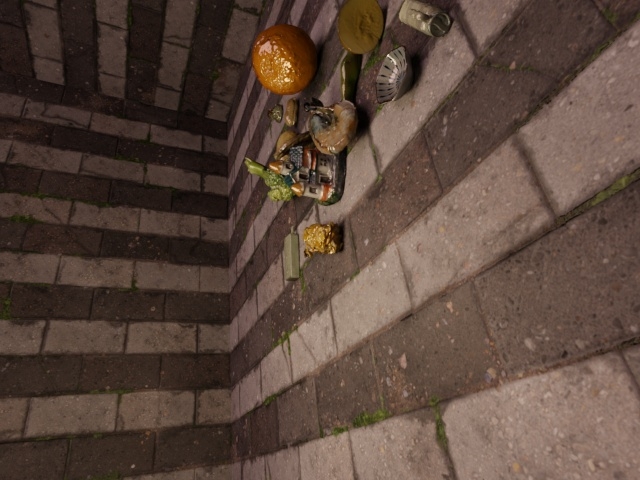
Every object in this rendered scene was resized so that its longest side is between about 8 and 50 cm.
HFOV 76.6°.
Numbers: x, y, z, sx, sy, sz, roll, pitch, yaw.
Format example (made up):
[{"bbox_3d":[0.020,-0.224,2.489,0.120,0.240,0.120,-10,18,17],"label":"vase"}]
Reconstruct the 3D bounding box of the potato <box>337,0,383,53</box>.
[{"bbox_3d":[0.141,-0.817,1.568,0.158,0.178,0.204,-118,14,-74],"label":"potato"}]

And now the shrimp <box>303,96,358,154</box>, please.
[{"bbox_3d":[0.030,-0.501,1.670,0.221,0.109,0.446,-51,38,17],"label":"shrimp"}]

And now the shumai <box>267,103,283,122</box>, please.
[{"bbox_3d":[-0.295,-0.818,2.594,0.099,0.087,0.124,129,141,-52],"label":"shumai"}]

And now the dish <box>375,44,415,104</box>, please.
[{"bbox_3d":[0.257,-0.535,1.336,0.190,0.066,0.191,-172,90,-67],"label":"dish"}]

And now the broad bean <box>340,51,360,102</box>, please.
[{"bbox_3d":[0.120,-0.650,1.666,0.075,0.067,0.326,4,93,37],"label":"broad bean"}]

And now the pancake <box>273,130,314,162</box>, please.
[{"bbox_3d":[-0.104,-0.428,1.881,0.286,0.288,0.033,-34,85,52],"label":"pancake"}]

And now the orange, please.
[{"bbox_3d":[-0.174,-0.928,2.078,0.293,0.340,0.341,-54,1,-41],"label":"orange"}]

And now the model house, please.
[{"bbox_3d":[-0.064,-0.299,1.721,0.190,0.300,0.272,176,99,-72],"label":"model house"}]

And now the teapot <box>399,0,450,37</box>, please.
[{"bbox_3d":[0.303,-0.677,1.220,0.077,0.107,0.200,-64,31,30],"label":"teapot"}]

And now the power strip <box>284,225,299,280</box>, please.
[{"bbox_3d":[-0.147,0.062,2.088,0.093,0.053,0.288,142,129,-58],"label":"power strip"}]

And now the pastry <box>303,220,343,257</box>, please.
[{"bbox_3d":[0.000,0.000,1.719,0.250,0.102,0.155,-6,80,63],"label":"pastry"}]

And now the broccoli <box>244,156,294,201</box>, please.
[{"bbox_3d":[-0.240,-0.298,2.091,0.254,0.301,0.186,26,102,62],"label":"broccoli"}]

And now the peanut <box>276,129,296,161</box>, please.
[{"bbox_3d":[-0.176,-0.493,2.216,0.137,0.122,0.253,-27,53,33],"label":"peanut"}]

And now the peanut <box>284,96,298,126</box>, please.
[{"bbox_3d":[-0.166,-0.732,2.308,0.080,0.080,0.175,-8,73,65],"label":"peanut"}]
